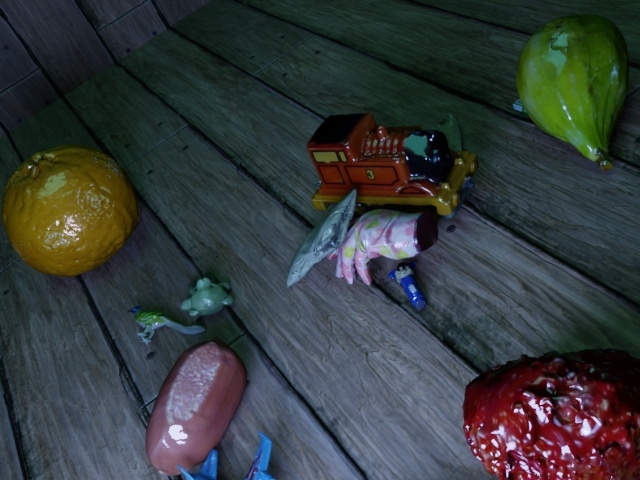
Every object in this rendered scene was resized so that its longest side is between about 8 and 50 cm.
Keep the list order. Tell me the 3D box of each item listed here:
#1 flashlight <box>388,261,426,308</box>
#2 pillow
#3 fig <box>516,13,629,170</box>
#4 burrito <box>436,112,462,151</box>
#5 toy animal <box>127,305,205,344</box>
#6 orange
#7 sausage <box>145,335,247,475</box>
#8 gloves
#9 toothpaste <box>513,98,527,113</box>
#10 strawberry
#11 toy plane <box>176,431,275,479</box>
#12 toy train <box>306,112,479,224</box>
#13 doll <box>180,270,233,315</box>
[{"bbox_3d":[0.164,0.081,1.445,0.057,0.035,0.121,-26,36,3],"label":"flashlight"},{"bbox_3d":[0.000,0.000,1.558,0.148,0.050,0.230,-58,8,-35],"label":"pillow"},{"bbox_3d":[0.498,-0.304,1.524,0.233,0.233,0.314,-14,33,20],"label":"fig"},{"bbox_3d":[0.281,-0.216,1.720,0.058,0.045,0.188,-21,38,23],"label":"burrito"},{"bbox_3d":[-0.341,0.187,1.660,0.217,0.041,0.075,12,51,37],"label":"toy animal"},{"bbox_3d":[-0.632,-0.084,1.967,0.341,0.293,0.340,-20,36,15],"label":"orange"},{"bbox_3d":[-0.214,0.283,1.372,0.148,0.148,0.254,-6,43,29],"label":"sausage"},{"bbox_3d":[0.102,0.000,1.498,0.241,0.126,0.145,-6,40,35],"label":"gloves"},{"bbox_3d":[0.456,-0.288,1.710,0.020,0.017,0.083,-38,37,-11],"label":"toothpaste"},{"bbox_3d":[0.319,0.249,1.001,0.274,0.274,0.220,-15,75,19],"label":"strawberry"},{"bbox_3d":[-0.139,0.417,1.186,0.254,0.105,0.271,-45,40,-19],"label":"toy plane"},{"bbox_3d":[0.123,-0.139,1.573,0.369,0.231,0.163,4,47,36],"label":"toy train"},{"bbox_3d":[-0.250,0.107,1.672,0.115,0.077,0.150,-24,23,-11],"label":"doll"}]
